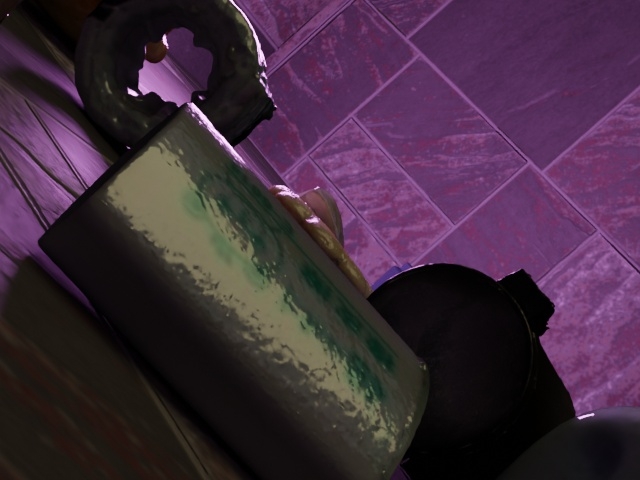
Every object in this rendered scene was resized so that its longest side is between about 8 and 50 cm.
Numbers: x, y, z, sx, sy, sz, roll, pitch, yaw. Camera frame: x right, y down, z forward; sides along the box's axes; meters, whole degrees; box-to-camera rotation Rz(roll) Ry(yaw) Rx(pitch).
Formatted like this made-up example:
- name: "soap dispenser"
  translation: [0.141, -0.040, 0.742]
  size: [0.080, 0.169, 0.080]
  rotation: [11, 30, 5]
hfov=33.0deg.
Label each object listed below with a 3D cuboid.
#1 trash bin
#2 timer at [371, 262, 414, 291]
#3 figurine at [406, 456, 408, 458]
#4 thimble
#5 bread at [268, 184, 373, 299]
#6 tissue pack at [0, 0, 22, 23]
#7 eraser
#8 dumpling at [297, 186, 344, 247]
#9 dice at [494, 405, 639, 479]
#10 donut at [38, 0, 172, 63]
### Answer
- name: "trash bin"
  translation: [0.170, 0.172, 1.217]
  size: [0.203, 0.252, 0.301]
  rotation: [53, 3, 32]
- name: "timer"
  translation: [0.207, 0.230, 1.773]
  size: [0.395, 0.173, 0.395]
  rotation: [48, 2, -2]
- name: "figurine"
  translation: [0.183, 0.245, 1.477]
  size: [0.222, 0.145, 0.145]
  rotation: [-12, 51, -41]
- name: "thimble"
  translation: [-0.171, -0.205, 1.325]
  size: [0.237, 0.237, 0.150]
  rotation: [49, 4, 4]
- name: "bread"
  translation: [0.000, 0.000, 1.685]
  size: [0.251, 0.039, 0.182]
  rotation: [49, -5, 34]
- name: "tissue pack"
  translation: [-0.324, -0.380, 1.118]
  size: [0.215, 0.256, 0.123]
  rotation: [47, 1, -27]
- name: "eraser"
  translation: [-0.051, 0.052, 0.794]
  size: [0.290, 0.104, 0.189]
  rotation: [48, 35, -11]
- name: "dumpling"
  translation: [-0.005, 0.003, 1.888]
  size: [0.179, 0.131, 0.252]
  rotation: [66, -25, 13]
- name: "dice"
  translation: [0.323, 0.352, 1.103]
  size: [0.264, 0.268, 0.262]
  rotation: [45, 5, -37]
- name: "donut"
  translation: [-0.378, -0.452, 1.632]
  size: [0.449, 0.198, 0.449]
  rotation: [50, -4, 5]
